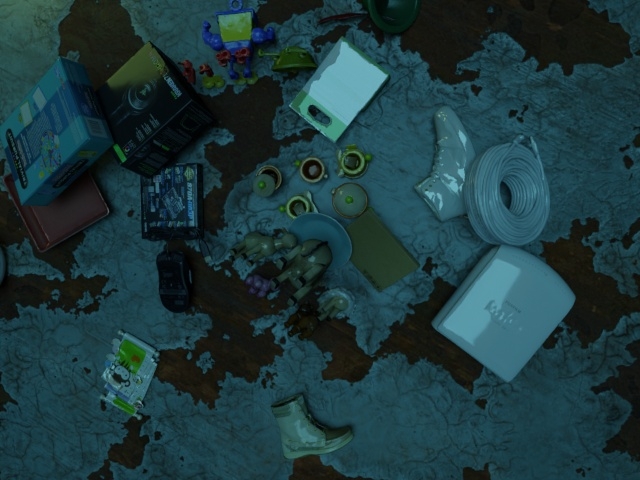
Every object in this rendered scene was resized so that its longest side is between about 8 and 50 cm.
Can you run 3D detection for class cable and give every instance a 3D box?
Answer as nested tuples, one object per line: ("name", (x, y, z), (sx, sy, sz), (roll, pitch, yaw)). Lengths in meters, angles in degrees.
("cable", (0.465, -0.113, 1.222), (0.257, 0.089, 0.257), (-30, 102, -27))

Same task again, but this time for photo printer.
("photo printer", (0.484, 0.177, 1.283), (0.256, 0.107, 0.307), (38, 97, 5))

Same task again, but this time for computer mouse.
("computer mouse", (-0.384, 0.075, 1.401), (0.184, 0.060, 0.262), (-6, 103, 15))

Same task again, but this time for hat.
("hat", (0.136, -0.653, 1.332), (0.208, 0.183, 0.173), (-1, 108, -35))

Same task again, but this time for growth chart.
("growth chart", (-0.581, 0.402, 1.480), (0.172, 0.021, 0.237), (19, 94, 7))

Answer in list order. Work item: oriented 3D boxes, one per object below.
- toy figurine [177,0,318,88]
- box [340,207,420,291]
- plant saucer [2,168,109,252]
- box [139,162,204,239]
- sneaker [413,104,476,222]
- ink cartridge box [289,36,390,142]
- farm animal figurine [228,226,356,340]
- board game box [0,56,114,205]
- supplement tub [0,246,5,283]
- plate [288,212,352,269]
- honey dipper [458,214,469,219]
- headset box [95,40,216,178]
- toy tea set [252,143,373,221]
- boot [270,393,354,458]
("toy figurine", (-0.199, -0.556, 1.307), (0.362, 0.191, 0.217), (-5, 87, 7))
("box", (0.145, 0.031, 1.311), (0.201, 0.021, 0.164), (48, 133, -2))
("plant saucer", (-0.781, -0.134, 1.467), (0.259, 0.048, 0.258), (-28, 89, 7))
("box", (-0.430, -0.112, 1.419), (0.175, 0.051, 0.220), (-1, 92, 8))
("sneaker", (0.316, -0.195, 1.289), (0.169, 0.108, 0.292), (-22, 91, 5))
("ink cartridge box", (0.053, -0.407, 1.340), (0.171, 0.056, 0.235), (40, 100, 5))
("farm animal figurine", (-0.063, 0.080, 1.304), (0.172, 0.327, 0.330), (-36, 89, -34))
("board game box", (-0.729, -0.286, 1.336), (0.336, 0.079, 0.254), (-31, 76, 27))
("supplement tub", (-1.137, 0.079, 1.451), (0.316, 0.193, 0.193), (-2, 92, 8))
("plate", (0.000, 0.000, 1.346), (0.188, 0.024, 0.188), (12, 127, 17))
("honey dipper", (0.447, -0.045, 1.317), (0.161, 0.030, 0.030), (21, 95, 8))
("headset box", (-0.479, -0.348, 1.348), (0.283, 0.131, 0.246), (-39, 72, 8))
("toy tea set", (-0.019, -0.143, 1.326), (0.336, 0.124, 0.200), (-9, 92, 8))
("boot", (-0.025, 0.514, 1.384), (0.213, 0.077, 0.165), (-17, 88, 11))
